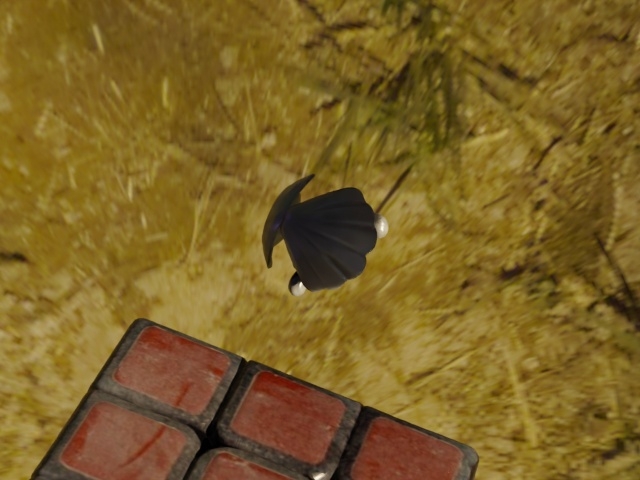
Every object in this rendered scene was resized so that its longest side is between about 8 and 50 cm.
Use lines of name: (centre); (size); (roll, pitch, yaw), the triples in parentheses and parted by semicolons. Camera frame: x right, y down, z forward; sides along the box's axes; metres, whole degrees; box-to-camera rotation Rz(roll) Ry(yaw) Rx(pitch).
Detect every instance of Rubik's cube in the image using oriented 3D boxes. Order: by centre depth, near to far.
Rubik's cube: (-0.087, 0.295, 1.180); (0.305, 0.301, 0.303); (23, 39, 6)

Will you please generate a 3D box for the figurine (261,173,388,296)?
figurine: (0.000, 0.000, 1.186); (0.086, 0.082, 0.094); (25, 90, 5)
